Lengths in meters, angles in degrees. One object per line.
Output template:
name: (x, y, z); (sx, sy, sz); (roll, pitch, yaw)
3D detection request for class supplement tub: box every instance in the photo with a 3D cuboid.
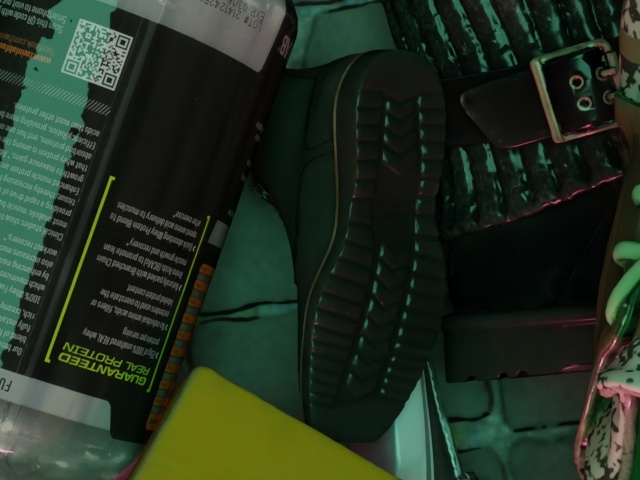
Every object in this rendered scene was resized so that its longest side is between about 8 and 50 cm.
supplement tub: (-0.147, -0.006, 0.954); (0.193, 0.193, 0.316); (19, 86, 3)

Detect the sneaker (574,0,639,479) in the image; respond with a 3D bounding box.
sneaker: (0.177, 0.023, 0.801); (0.158, 0.182, 0.410); (3, 95, 22)

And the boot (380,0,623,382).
boot: (0.203, -0.070, 0.956); (0.348, 0.131, 0.260); (-7, 86, 13)

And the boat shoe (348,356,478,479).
boat shoe: (0.066, 0.163, 0.997); (0.076, 0.080, 0.229); (-3, 81, -20)

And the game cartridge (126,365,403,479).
game cartridge: (-0.014, 0.264, 0.874); (0.285, 0.053, 0.324); (31, 68, -5)

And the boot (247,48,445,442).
boot: (0.000, 0.000, 0.991); (0.076, 0.137, 0.198); (12, 88, -33)
